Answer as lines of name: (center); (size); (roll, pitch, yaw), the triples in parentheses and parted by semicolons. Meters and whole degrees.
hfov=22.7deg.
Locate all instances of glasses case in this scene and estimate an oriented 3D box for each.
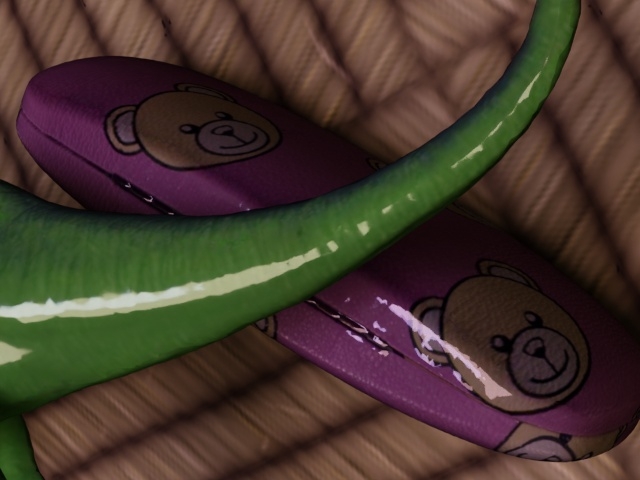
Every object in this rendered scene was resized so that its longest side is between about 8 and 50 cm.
glasses case: (0.000, 0.000, 0.706); (0.316, 0.123, 0.076); (31, 112, 25)

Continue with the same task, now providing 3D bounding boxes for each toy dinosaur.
toy dinosaur: (-0.174, -0.032, 0.687); (0.500, 0.144, 0.374); (-44, 70, 9)
